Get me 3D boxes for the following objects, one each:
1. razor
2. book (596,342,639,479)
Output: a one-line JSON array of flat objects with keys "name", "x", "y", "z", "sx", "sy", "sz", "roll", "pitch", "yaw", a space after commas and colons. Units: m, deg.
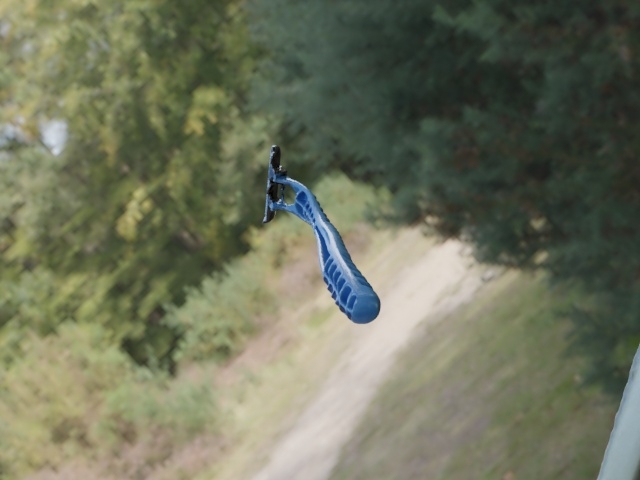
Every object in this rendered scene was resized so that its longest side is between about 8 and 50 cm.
[{"name": "razor", "x": 0.000, "y": 0.000, "z": 1.331, "sx": 0.042, "sy": 0.082, "sz": 0.253, "roll": -4, "pitch": 29, "yaw": -19}, {"name": "book", "x": 0.273, "y": 0.014, "z": 0.865, "sx": 0.389, "sy": 0.032, "sz": 0.269, "roll": 0, "pitch": -71, "yaw": -60}]
